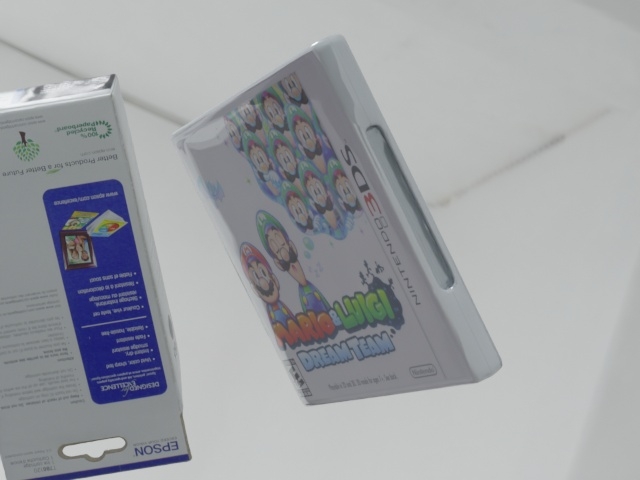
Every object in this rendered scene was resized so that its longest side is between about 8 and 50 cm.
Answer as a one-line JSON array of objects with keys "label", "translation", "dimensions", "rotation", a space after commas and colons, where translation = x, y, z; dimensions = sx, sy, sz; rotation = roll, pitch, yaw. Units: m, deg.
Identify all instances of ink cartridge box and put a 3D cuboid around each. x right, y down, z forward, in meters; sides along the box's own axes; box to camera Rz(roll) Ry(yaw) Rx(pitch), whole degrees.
[{"label": "ink cartridge box", "translation": [-0.213, 0.039, 1.234], "dimensions": [0.165, 0.332, 0.065], "rotation": [-9, 22, 0]}]

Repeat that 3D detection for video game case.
[{"label": "video game case", "translation": [0.000, 0.000, 0.636], "dimensions": [0.143, 0.019, 0.157], "rotation": [63, -27, -3]}]
